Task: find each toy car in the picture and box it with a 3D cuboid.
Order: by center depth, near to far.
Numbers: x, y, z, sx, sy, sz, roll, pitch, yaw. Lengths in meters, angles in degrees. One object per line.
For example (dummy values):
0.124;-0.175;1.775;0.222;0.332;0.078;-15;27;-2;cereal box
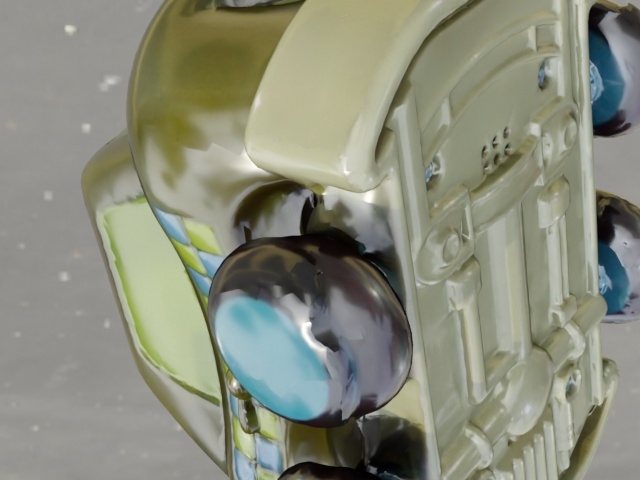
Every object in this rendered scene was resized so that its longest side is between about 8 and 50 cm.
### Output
0.000;0.000;0.454;0.198;0.204;0.248;17;131;35;toy car
